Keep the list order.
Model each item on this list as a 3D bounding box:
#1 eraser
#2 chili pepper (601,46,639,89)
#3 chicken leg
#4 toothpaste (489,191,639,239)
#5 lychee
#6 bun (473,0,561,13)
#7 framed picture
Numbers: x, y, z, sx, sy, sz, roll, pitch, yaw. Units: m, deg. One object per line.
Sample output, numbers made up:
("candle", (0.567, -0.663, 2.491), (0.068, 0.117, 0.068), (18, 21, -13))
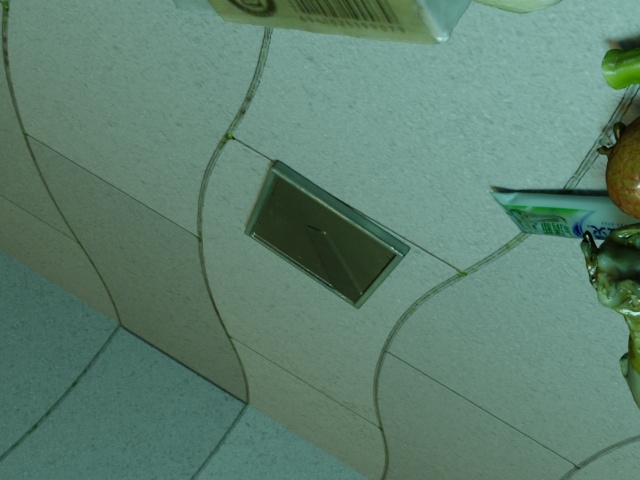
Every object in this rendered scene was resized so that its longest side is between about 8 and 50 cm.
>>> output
("eraser", (-0.001, -0.270, 1.122), (0.343, 0.144, 0.078), (14, 154, 40))
("chili pepper", (0.309, -0.171, 1.028), (0.052, 0.050, 0.202), (1, 167, -20))
("chicken leg", (0.383, 0.104, 1.307), (0.153, 0.201, 0.429), (-24, 141, 18))
("toothpaste", (0.305, -0.025, 1.362), (0.075, 0.048, 0.297), (46, 159, -27))
("lychee", (0.314, -0.068, 1.162), (0.140, 0.101, 0.114), (9, 158, 37))
("bun", (0.157, -0.265, 0.891), (0.128, 0.193, 0.178), (10, -174, -7))
("framed picture", (0.000, 0.000, 1.903), (0.240, 0.020, 0.324), (33, 160, 2))
